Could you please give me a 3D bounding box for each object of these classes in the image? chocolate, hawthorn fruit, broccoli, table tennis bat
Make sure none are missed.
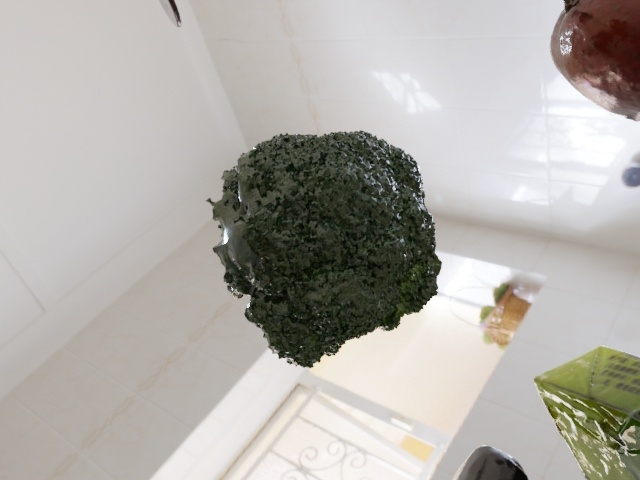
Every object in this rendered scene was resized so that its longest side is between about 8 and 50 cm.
[{"bbox_3d":[0.497,0.311,0.833,0.137,0.289,0.300,-34,-76,-16],"label":"chocolate"},{"bbox_3d":[0.423,-0.286,0.823,0.215,0.250,0.215,-155,90,-87],"label":"hawthorn fruit"},{"bbox_3d":[0.000,0.000,0.660,0.265,0.245,0.294,22,-115,-9],"label":"broccoli"},{"bbox_3d":[-0.242,-0.468,1.036,0.119,0.170,0.107,-30,-23,-12],"label":"table tennis bat"}]

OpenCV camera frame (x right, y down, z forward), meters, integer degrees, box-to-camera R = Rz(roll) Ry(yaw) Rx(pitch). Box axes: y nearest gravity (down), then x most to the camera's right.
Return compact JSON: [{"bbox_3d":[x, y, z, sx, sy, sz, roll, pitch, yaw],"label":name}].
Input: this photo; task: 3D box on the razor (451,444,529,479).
[{"bbox_3d":[0.199,0.477,0.852,0.349,0.113,0.204,-57,-20,-31],"label":"razor"}]
